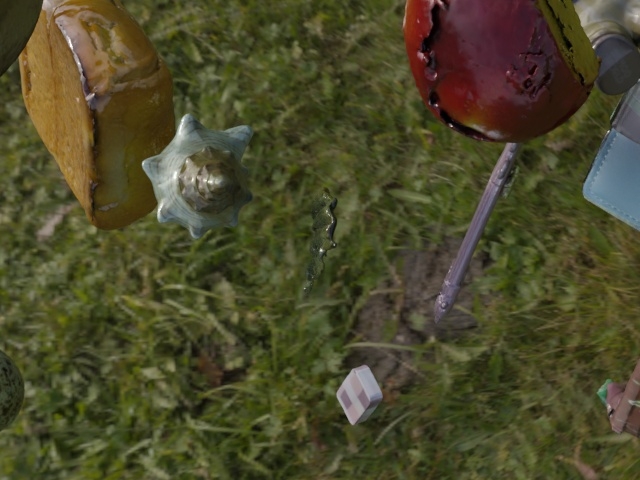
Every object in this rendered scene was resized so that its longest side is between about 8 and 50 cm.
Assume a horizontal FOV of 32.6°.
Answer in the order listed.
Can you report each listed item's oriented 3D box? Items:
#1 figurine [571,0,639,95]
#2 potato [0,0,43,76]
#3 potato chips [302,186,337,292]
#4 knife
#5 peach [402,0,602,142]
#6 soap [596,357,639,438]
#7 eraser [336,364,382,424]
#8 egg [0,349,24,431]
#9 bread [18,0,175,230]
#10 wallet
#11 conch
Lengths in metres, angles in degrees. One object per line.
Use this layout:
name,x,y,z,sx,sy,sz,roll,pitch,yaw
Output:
figurine,0.236,-0.294,1.165,0.248,0.203,0.381,-41,52,10
potato,-0.307,-0.187,0.867,0.159,0.174,0.251,5,44,1
potato chips,0.001,0.000,1.258,0.028,0.207,0.092,4,73,-4
knife,0.246,-0.032,1.641,0.038,0.132,0.399,26,131,8
peach,0.116,-0.139,0.719,0.127,0.092,0.172,10,135,22
soap,0.415,0.137,1.116,0.217,0.273,0.098,33,56,23
eraser,0.062,0.248,1.754,0.065,0.026,0.105,64,152,22
egg,-0.316,0.130,0.981,0.110,0.085,0.085,30,99,17
bread,-0.332,-0.225,1.623,0.328,0.148,0.337,53,149,33
wallet,0.396,-0.115,1.155,0.176,0.075,0.251,34,128,20
conch,-0.138,-0.086,1.244,0.137,0.114,0.234,-46,30,10
